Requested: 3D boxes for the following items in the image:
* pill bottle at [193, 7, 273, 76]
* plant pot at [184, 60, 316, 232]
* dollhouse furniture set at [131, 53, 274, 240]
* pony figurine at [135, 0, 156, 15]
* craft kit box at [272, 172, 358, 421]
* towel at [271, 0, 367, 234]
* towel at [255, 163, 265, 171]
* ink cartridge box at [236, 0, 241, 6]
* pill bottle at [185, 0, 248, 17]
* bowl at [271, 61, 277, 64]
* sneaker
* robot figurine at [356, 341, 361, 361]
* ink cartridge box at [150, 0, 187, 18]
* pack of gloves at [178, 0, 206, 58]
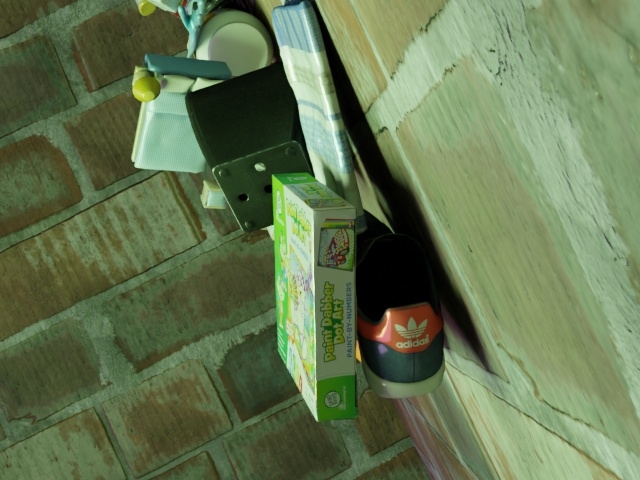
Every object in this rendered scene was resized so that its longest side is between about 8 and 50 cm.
[{"bbox_3d":[-0.158,-0.345,1.761,0.136,0.136,0.246,65,177,-17],"label":"pill bottle"},{"bbox_3d":[-0.077,-0.124,1.415,0.167,0.187,0.188,-99,-11,-51],"label":"plant pot"},{"bbox_3d":[-0.177,-0.124,1.617,0.198,0.303,0.286,-118,40,-49],"label":"dollhouse furniture set"},{"bbox_3d":[-0.442,-0.707,2.057,0.363,0.302,0.351,57,170,16],"label":"pony figurine"},{"bbox_3d":[-0.010,0.057,1.189,0.250,0.061,0.247,-137,47,-72],"label":"craft kit box"},{"bbox_3d":[-0.004,-0.156,1.217,0.209,0.034,0.285,-127,22,-73],"label":"towel"},{"bbox_3d":[0.000,0.000,1.885,0.374,0.090,0.320,65,166,-15],"label":"towel"},{"bbox_3d":[-0.127,-0.307,2.132,0.308,0.091,0.385,64,180,20],"label":"ink cartridge box"},{"bbox_3d":[-0.240,-0.493,1.917,0.219,0.123,0.123,51,177,0],"label":"pill bottle"},{"bbox_3d":[-0.072,-0.258,1.830,0.142,0.053,0.142,-120,5,-71],"label":"bowl"},{"bbox_3d":[0.072,0.027,1.213,0.350,0.131,0.148,-117,18,-51],"label":"sneaker"},{"bbox_3d":[0.081,0.090,1.390,0.158,0.128,0.219,105,145,-52],"label":"robot figurine"},{"bbox_3d":[-0.225,-0.476,1.679,0.056,0.181,0.224,24,-175,11],"label":"ink cartridge box"},{"bbox_3d":[-0.228,-0.413,1.714,0.232,0.046,0.195,139,141,-68],"label":"pack of gloves"}]
